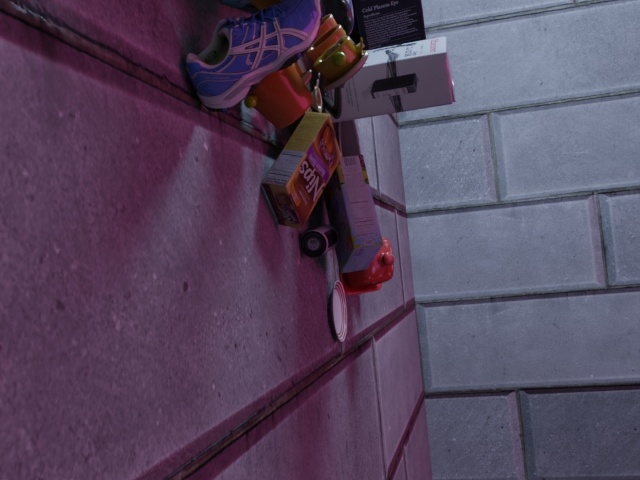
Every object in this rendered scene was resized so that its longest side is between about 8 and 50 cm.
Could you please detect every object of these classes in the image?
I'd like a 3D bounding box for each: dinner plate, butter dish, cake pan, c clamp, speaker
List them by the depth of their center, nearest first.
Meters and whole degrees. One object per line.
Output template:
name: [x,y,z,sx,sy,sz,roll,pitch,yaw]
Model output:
c clamp: [0.023,-0.313,1.341,0.160,0.022,0.137,-126,-152,-62]
speaker: [0.000,0.000,1.386,0.136,0.055,0.055,-25,109,-76]
dinner plate: [0.039,0.162,1.563,0.141,0.017,0.141,-7,90,-77]
butter dish: [0.131,0.050,1.692,0.160,0.118,0.160,-4,88,-46]
cake pan: [0.057,-0.201,1.712,0.293,0.054,0.293,-6,90,-77]

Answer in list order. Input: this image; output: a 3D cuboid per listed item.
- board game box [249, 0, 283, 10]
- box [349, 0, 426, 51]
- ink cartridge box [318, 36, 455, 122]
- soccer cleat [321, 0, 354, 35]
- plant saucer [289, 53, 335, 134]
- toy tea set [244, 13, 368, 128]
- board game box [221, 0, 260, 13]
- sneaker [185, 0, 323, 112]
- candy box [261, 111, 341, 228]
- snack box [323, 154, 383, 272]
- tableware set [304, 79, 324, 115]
board game box: [-0.085,-0.452,0.853,0.317,0.064,0.242,17,90,-60]
box: [0.144,-0.696,1.842,0.343,0.179,0.312,-106,180,-57]
ink cartridge box: [0.151,-0.354,1.489,0.197,0.273,0.114,-70,151,-63]
soccer cleat: [0.005,-0.640,1.611,0.143,0.116,0.331,-105,-175,-64]
plant saucer: [-0.026,-0.301,1.420,0.310,0.050,0.310,-5,90,-77]
toy tea set: [-0.042,-0.311,1.128,0.124,0.200,0.336,48,13,-21]
board game box: [-0.112,-0.545,1.092,0.254,0.079,0.335,-44,127,-73]
sneaker: [-0.083,-0.259,0.882,0.080,0.211,0.081,41,-7,40]
candy box: [-0.028,-0.126,1.204,0.186,0.053,0.109,-61,149,-31]
snack box: [0.066,-0.054,1.468,0.174,0.070,0.207,111,-32,-68]
tableware set: [-0.002,-0.225,1.342,0.168,0.020,0.141,70,19,-46]
